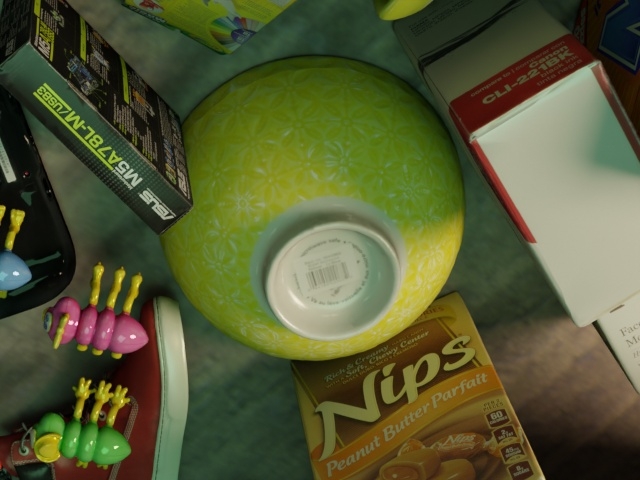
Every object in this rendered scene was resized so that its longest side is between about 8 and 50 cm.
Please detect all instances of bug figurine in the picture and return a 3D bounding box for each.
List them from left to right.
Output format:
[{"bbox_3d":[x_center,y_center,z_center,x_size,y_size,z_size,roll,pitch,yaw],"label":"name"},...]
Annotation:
[{"bbox_3d":[-0.263,0.113,1.242,0.216,0.072,0.279,9,113,-8],"label":"bug figurine"}]

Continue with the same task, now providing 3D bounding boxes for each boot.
[{"bbox_3d":[-0.215,0.158,1.344,0.176,0.088,0.244,5,120,-9],"label":"boot"}]

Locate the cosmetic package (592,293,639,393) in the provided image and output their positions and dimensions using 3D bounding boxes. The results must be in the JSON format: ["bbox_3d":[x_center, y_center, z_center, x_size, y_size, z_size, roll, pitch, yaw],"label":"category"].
[{"bbox_3d":[0.296,0.006,1.301,0.151,0.151,0.184,-31,118,7],"label":"cosmetic package"}]

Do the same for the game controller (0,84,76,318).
[{"bbox_3d":[-0.328,-0.063,1.232,0.166,0.067,0.319,-23,120,-13],"label":"game controller"}]

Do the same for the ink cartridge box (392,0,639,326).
[{"bbox_3d":[0.175,-0.088,1.167,0.114,0.273,0.197,-31,118,5],"label":"ink cartridge box"}]

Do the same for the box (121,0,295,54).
[{"bbox_3d":[-0.086,-0.207,1.149,0.105,0.179,0.043,25,66,-20],"label":"box"}]

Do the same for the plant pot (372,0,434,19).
[{"bbox_3d":[0.037,-0.313,1.044,0.207,0.228,0.227,27,122,-26],"label":"plant pot"}]

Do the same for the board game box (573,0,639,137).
[{"bbox_3d":[0.446,-0.220,1.089,0.356,0.356,0.356,6,117,-12],"label":"board game box"}]

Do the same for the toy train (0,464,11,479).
[{"bbox_3d":[-0.331,0.271,1.418,0.036,0.027,0.158,12,116,-3],"label":"toy train"}]

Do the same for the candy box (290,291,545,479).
[{"bbox_3d":[0.086,0.183,1.268,0.183,0.316,0.087,-23,118,3],"label":"candy box"}]

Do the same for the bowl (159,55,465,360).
[{"bbox_3d":[0.000,0.000,1.252,0.289,0.156,0.289,-3,118,-6],"label":"bowl"}]

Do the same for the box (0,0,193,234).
[{"bbox_3d":[-0.180,-0.114,1.144,0.045,0.191,0.184,-41,117,12],"label":"box"}]
